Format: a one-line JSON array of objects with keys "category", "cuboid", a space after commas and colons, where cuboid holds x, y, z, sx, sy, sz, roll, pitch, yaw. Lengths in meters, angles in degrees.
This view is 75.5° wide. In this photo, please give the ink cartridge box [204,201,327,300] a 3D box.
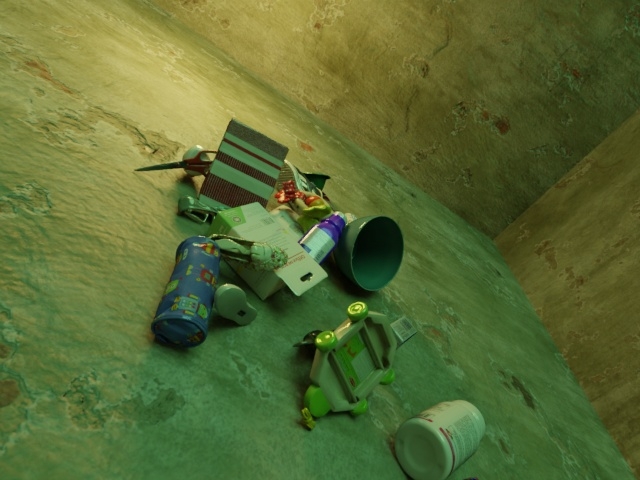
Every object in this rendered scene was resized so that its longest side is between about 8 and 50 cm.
[{"category": "ink cartridge box", "cuboid": [-0.169, 0.051, 1.314, 0.353, 0.119, 0.207, 45, 31, 12]}]

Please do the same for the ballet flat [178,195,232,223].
[{"category": "ballet flat", "cuboid": [-0.364, -0.084, 1.355, 0.213, 0.072, 0.068, 18, 62, -35]}]

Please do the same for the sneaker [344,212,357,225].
[{"category": "sneaker", "cuboid": [0.124, -0.063, 1.896, 0.086, 0.085, 0.237, 33, 26, -23]}]

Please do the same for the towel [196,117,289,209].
[{"category": "towel", "cuboid": [-0.270, -0.232, 1.463, 0.237, 0.328, 0.037, 24, -8, -27]}]

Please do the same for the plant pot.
[{"category": "plant pot", "cuboid": [0.160, 0.035, 1.637, 0.290, 0.289, 0.196, 14, 0, -41]}]

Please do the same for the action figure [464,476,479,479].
[{"category": "action figure", "cuboid": [0.430, 0.699, 1.183, 0.115, 0.030, 0.038, 22, 37, -40]}]

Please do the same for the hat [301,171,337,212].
[{"category": "hat", "cuboid": [-0.037, -0.228, 2.013, 0.209, 0.183, 0.173, 6, 1, 32]}]

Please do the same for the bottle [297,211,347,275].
[{"category": "bottle", "cuboid": [0.000, 0.000, 1.497, 0.118, 0.092, 0.283, 41, 54, 0]}]

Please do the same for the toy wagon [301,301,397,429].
[{"category": "toy wagon", "cuboid": [0.067, 0.336, 1.083, 0.344, 0.068, 0.267, -37, 119, -27]}]

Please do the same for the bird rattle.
[{"category": "bird rattle", "cuboid": [-0.054, -0.135, 1.654, 0.207, 0.143, 0.253, -5, 39, -47]}]

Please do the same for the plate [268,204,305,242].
[{"category": "plate", "cuboid": [-0.100, -0.028, 1.607, 0.278, 0.045, 0.277, 41, 28, 4]}]

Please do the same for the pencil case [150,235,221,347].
[{"category": "pencil case", "cuboid": [-0.324, 0.119, 1.018, 0.119, 0.133, 0.306, 53, 18, -34]}]

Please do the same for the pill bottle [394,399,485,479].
[{"category": "pill bottle", "cuboid": [0.346, 0.549, 1.160, 0.283, 0.160, 0.160, 4, 43, -48]}]

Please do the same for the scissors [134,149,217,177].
[{"category": "scissors", "cuboid": [-0.464, -0.265, 1.393, 0.298, 0.108, 0.021, 3, 6, -28]}]

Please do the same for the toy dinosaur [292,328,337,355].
[{"category": "toy dinosaur", "cuboid": [0.026, 0.312, 1.200, 0.314, 0.120, 0.160, 3, 20, -37]}]

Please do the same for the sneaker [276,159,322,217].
[{"category": "sneaker", "cuboid": [-0.088, -0.219, 1.826, 0.128, 0.126, 0.320, -10, 66, -50]}]

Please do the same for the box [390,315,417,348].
[{"category": "box", "cuboid": [0.233, 0.331, 1.374, 0.072, 0.137, 0.126, 51, 29, 19]}]

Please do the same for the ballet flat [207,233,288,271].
[{"category": "ballet flat", "cuboid": [-0.211, 0.033, 1.160, 0.241, 0.077, 0.091, 8, 71, -1]}]

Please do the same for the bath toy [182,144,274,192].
[{"category": "bath toy", "cuboid": [-0.346, -0.245, 1.541, 0.349, 0.151, 0.129, 15, 0, -30]}]

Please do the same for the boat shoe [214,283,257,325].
[{"category": "boat shoe", "cuboid": [-0.228, 0.155, 1.053, 0.070, 0.078, 0.219, 44, -15, 25]}]
